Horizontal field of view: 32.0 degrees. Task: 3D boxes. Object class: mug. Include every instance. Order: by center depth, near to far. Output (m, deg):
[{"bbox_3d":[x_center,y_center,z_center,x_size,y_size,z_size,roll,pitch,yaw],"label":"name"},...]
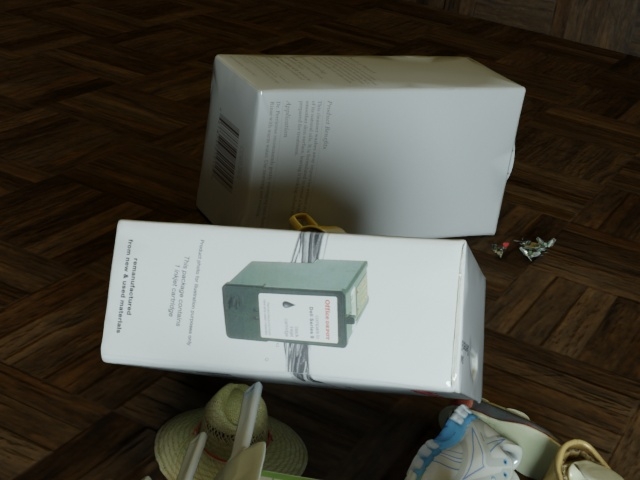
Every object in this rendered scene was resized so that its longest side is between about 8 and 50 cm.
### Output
[{"bbox_3d":[0.003,0.002,1.324,0.062,0.078,0.064,-10,4,30],"label":"mug"}]

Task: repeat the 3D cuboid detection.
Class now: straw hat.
[{"bbox_3d":[-0.073,0.157,0.955,0.144,0.061,0.144,7,24,-3],"label":"straw hat"}]

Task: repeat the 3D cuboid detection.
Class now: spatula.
[{"bbox_3d":[-0.103,0.176,0.782,0.019,0.168,0.242,48,6,-8],"label":"spatula"}]

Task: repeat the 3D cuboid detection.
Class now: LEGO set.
[{"bbox_3d":[0.265,0.014,1.452,0.083,0.023,0.054,-3,20,7],"label":"LEGO set"}]

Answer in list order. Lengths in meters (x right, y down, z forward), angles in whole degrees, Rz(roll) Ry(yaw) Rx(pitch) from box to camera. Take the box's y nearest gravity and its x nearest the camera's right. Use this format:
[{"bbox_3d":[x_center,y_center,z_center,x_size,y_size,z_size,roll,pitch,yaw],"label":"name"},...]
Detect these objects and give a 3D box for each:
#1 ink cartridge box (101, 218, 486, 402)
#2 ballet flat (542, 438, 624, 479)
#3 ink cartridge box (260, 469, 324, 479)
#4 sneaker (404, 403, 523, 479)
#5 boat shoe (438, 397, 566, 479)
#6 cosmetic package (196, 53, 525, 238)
[{"bbox_3d":[-0.009,0.064,0.959,0.289,0.122,0.211,4,-9,13],"label":"ink cartridge box"},{"bbox_3d":[0.232,0.238,0.861,0.080,0.073,0.232,0,25,-19],"label":"ballet flat"},{"bbox_3d":[0.030,0.230,0.765,0.209,0.109,0.062,9,24,0],"label":"ink cartridge box"},{"bbox_3d":[0.120,0.199,0.921,0.083,0.071,0.190,24,28,19],"label":"sneaker"},{"bbox_3d":[0.175,0.177,1.017,0.137,0.049,0.043,18,23,32],"label":"boat shoe"},{"bbox_3d":[0.055,-0.119,1.437,0.385,0.217,0.156,-3,26,-28],"label":"cosmetic package"}]
